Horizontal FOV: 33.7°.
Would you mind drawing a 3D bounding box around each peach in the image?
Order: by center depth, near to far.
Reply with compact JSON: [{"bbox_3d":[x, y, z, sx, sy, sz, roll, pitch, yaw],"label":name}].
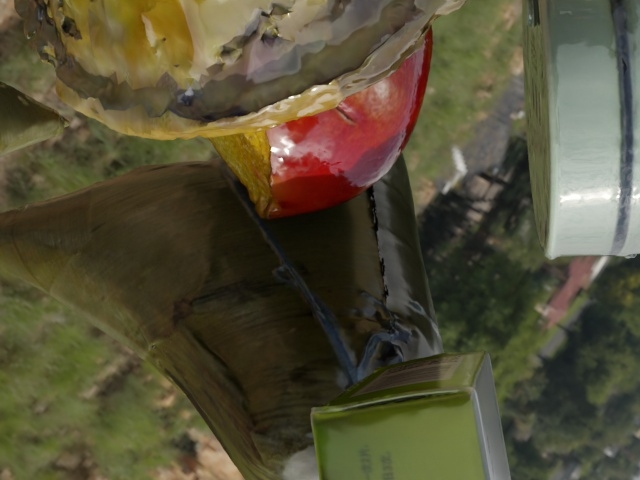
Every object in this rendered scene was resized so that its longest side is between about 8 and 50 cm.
[{"bbox_3d":[-0.027,-0.116,0.664,0.190,0.190,0.192,73,37,-65],"label":"peach"}]

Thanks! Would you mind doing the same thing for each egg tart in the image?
[{"bbox_3d":[-0.048,-0.222,0.573,0.352,0.352,0.150,-56,142,-4],"label":"egg tart"}]

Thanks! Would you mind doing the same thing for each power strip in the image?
[{"bbox_3d":[0.298,-0.139,1.097,0.357,0.162,0.357,-4,90,-83],"label":"power strip"}]

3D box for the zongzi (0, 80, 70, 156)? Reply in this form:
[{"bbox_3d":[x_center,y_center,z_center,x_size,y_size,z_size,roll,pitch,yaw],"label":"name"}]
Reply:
[{"bbox_3d":[-0.247,-0.116,0.459,0.318,0.154,0.289,-24,151,-35],"label":"zongzi"}]

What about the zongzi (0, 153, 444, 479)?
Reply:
[{"bbox_3d":[-0.101,0.062,0.728,0.323,0.361,0.160,-96,180,-49],"label":"zongzi"}]

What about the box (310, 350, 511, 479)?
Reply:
[{"bbox_3d":[0.058,0.181,0.428,0.175,0.062,0.260,12,69,-79],"label":"box"}]
